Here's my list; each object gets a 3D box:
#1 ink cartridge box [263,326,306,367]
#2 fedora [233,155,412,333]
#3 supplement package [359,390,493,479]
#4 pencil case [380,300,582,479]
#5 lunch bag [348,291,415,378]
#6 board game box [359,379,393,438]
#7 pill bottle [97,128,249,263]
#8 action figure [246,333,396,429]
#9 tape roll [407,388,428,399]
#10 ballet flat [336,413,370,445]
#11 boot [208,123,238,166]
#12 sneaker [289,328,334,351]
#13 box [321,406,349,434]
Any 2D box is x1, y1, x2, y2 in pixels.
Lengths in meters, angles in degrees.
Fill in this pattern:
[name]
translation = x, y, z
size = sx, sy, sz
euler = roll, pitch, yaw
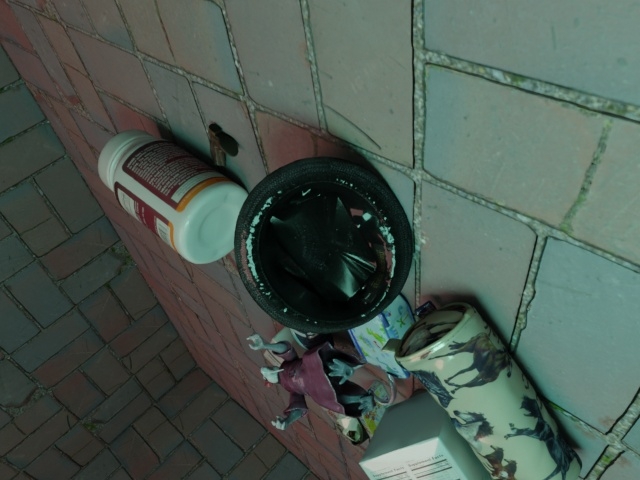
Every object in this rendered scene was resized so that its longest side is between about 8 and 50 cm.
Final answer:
[ink cartridge box]
translation = -0.085, 0.384, 1.689
size = 0.172, 0.100, 0.237
euler = 45, 154, 9
[fedora]
translation = 0.000, 0.000, 0.923
size = 0.333, 0.334, 0.152
euler = 60, -178, -23
[supplement package]
translation = 0.258, 0.480, 1.060
size = 0.198, 0.199, 0.262
euler = -34, 92, 31
[pencil case]
translation = 0.298, 0.301, 0.919
size = 0.184, 0.160, 0.410
euler = -25, 105, 47
[lunch bag]
translation = 0.128, 0.194, 1.124
size = 0.176, 0.090, 0.218
euler = 18, 140, 50
[board game box]
translation = 0.160, 0.490, 1.456
size = 0.026, 0.103, 0.154
euler = 14, 138, 49
[pill bottle]
translation = -0.385, -0.126, 1.315
size = 0.392, 0.224, 0.224
euler = 34, 150, 28
[action figure]
translation = -0.027, 0.349, 1.366
size = 0.370, 0.276, 0.247
euler = -13, 85, 50
[tape roll]
translation = 0.299, 0.474, 1.259
size = 0.219, 0.072, 0.219
euler = 37, 152, 23
[ballet flat]
translation = 0.111, 0.598, 1.686
size = 0.095, 0.096, 0.280
euler = 25, 145, 41
[boot]
translation = -0.225, -0.200, 1.180
size = 0.106, 0.037, 0.114
euler = 53, 154, 21
[sneaker]
translation = -0.026, 0.205, 1.359
size = 0.282, 0.099, 0.153
euler = 58, 154, -14
[box]
translation = 0.070, 0.638, 1.871
size = 0.186, 0.038, 0.145
euler = 50, 154, -2
